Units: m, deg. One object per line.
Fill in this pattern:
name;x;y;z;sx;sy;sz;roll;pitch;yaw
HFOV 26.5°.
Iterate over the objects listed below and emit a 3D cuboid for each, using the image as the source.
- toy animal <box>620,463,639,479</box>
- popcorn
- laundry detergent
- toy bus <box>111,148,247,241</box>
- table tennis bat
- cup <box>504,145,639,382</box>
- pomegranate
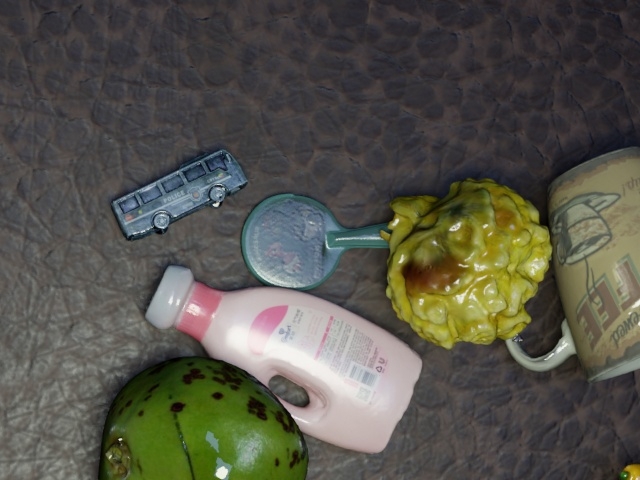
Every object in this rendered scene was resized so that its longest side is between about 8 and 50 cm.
toy animal;0.417;0.348;1.706;0.182;0.131;0.127;-26;67;-4
popcorn;0.176;0.027;1.659;0.169;0.189;0.218;48;66;-38
laundry detergent;-0.050;0.133;1.654;0.335;0.088;0.159;25;81;-6
toy bus;-0.174;-0.055;1.673;0.166;0.047;0.065;-27;85;-13
table tennis bat;0.000;0.000;1.710;0.201;0.033;0.124;-4;85;-7
cup;0.358;0.040;1.710;0.301;0.227;0.257;-25;74;16
pomegranate;-0.125;0.257;1.552;0.271;0.254;0.254;22;78;-38
